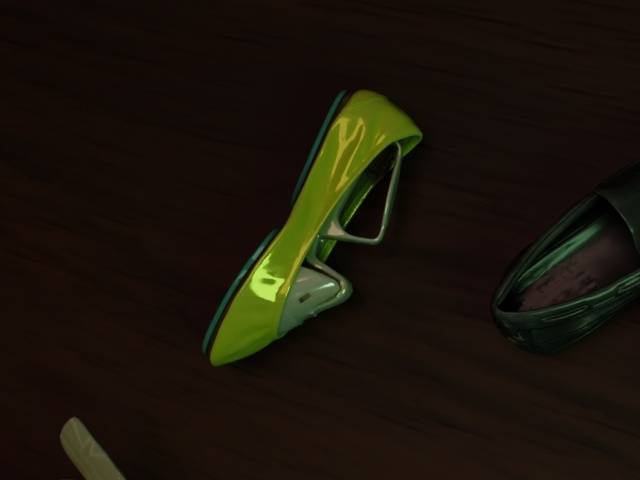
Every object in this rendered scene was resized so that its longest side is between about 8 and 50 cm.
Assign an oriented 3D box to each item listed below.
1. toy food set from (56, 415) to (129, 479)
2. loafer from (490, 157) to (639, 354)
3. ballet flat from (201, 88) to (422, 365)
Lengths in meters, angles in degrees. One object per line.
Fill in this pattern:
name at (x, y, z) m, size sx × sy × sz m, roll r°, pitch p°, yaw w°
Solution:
toy food set at (-0.199, 0.240, 0.837) m, size 0.128 × 0.071 × 0.218 m, roll 44°, pitch 97°, yaw 5°
loafer at (0.202, -0.009, 0.713) m, size 0.223 × 0.078 × 0.076 m, roll -39°, pitch 63°, yaw 10°
ballet flat at (0.000, 0.000, 0.813) m, size 0.077 × 0.077 × 0.231 m, roll 28°, pitch 85°, yaw 13°
